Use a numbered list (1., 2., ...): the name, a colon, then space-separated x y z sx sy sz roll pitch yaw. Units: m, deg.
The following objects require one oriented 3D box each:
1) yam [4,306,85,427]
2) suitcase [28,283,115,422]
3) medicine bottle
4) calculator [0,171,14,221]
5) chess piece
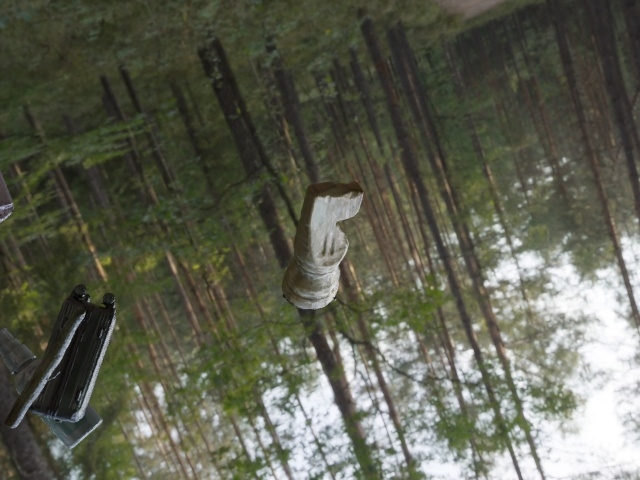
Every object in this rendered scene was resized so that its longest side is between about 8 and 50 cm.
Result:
1. yam: -0.436 0.204 1.060 0.234 0.029 0.027 -55 158 8
2. suitcase: -0.584 0.273 1.581 0.128 0.312 0.202 18 164 -12
3. medicine bottle: -0.722 0.374 1.720 0.110 0.352 0.110 -41 -179 1
4. calculator: -0.606 -0.105 1.154 0.100 0.175 0.032 -19 172 -39
5. chess piece: 0.000 0.000 1.370 0.137 0.301 0.137 7 -136 -7
